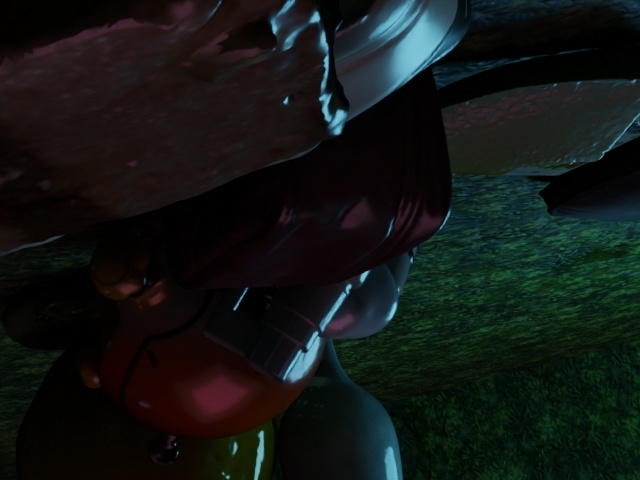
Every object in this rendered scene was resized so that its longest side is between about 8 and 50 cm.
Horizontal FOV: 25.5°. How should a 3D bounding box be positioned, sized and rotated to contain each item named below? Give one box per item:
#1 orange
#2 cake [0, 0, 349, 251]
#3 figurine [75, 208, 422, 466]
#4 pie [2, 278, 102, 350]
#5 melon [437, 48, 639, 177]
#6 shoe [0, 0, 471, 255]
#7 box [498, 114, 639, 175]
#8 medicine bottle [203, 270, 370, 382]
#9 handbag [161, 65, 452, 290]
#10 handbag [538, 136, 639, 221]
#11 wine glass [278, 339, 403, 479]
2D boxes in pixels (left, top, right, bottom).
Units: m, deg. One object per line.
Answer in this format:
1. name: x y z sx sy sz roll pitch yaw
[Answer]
1. orange: -0.181 0.206 1.481 0.279 0.235 0.279 -2 179 0
2. cake: -0.092 -0.109 0.511 0.293 0.198 0.196 -14 163 6
3. figurine: -0.074 0.063 1.257 0.320 0.196 0.323 4 150 -44
4. pie: -0.221 0.078 1.518 0.241 0.054 0.240 -10 166 -2
5. melon: 0.125 -0.081 1.055 0.262 0.053 0.114 -14 142 -2
6. shoe: -0.082 -0.083 0.787 0.363 0.131 0.160 -24 164 24
7. box: 0.230 -0.102 1.173 0.122 0.032 0.220 -2 164 -37
8. medicine bottle: 0.000 0.000 1.088 0.092 0.220 0.061 30 165 7
9. handbag: -0.015 -0.047 0.951 0.135 0.146 0.225 -2 166 -27
10. handbag: 0.365 -0.078 1.323 0.192 0.075 0.332 0 167 -28
11. wine glass: 0.014 0.171 1.542 0.143 0.321 0.143 -7 173 -1
